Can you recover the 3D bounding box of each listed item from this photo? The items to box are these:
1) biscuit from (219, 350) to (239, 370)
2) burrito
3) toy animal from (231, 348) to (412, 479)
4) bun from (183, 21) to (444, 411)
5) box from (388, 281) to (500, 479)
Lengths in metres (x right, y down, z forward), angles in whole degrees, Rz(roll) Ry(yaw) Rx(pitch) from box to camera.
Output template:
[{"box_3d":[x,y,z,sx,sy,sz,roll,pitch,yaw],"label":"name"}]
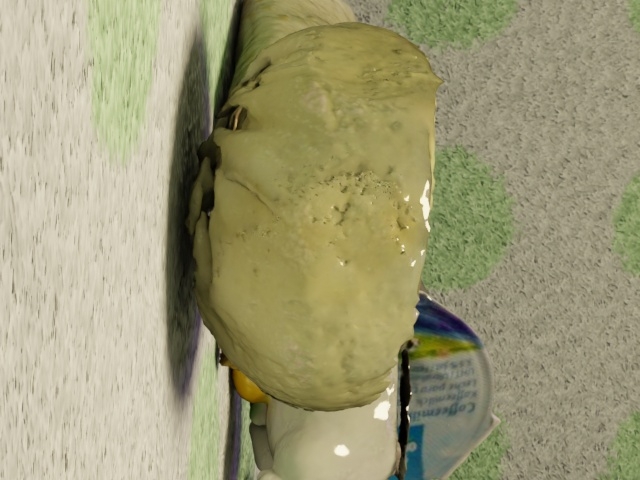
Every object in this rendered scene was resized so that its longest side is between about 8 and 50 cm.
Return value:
[{"box_3d":[0.000,0.000,1.504,0.250,0.035,0.162,-56,-157,6],"label":"biscuit"},{"box_3d":[-0.024,-0.093,1.498,0.299,0.105,0.143,-87,-178,-56],"label":"burrito"},{"box_3d":[-0.001,0.079,1.659,0.208,0.154,0.325,102,-12,-65],"label":"toy animal"},{"box_3d":[-0.013,-0.014,1.250,0.259,0.152,0.259,-170,-90,-82],"label":"bun"},{"box_3d":[0.040,0.107,2.105,0.206,0.262,0.291,-110,-171,-62],"label":"box"}]
